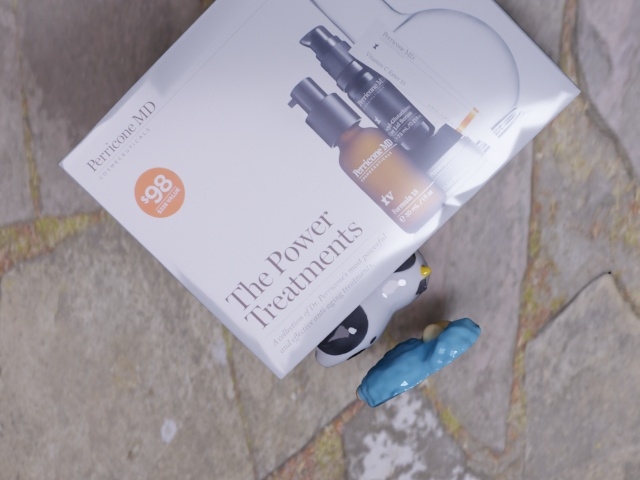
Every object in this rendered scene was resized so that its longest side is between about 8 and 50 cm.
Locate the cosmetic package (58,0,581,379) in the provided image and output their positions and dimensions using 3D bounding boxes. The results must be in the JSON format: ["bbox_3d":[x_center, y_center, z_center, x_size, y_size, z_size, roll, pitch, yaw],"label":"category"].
[{"bbox_3d":[-0.002,-0.106,1.225,0.284,0.097,0.377,44,99,-4],"label":"cosmetic package"}]

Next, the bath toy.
[{"bbox_3d":[0.000,0.000,1.349,0.348,0.151,0.129,46,145,-5],"label":"bath toy"}]
